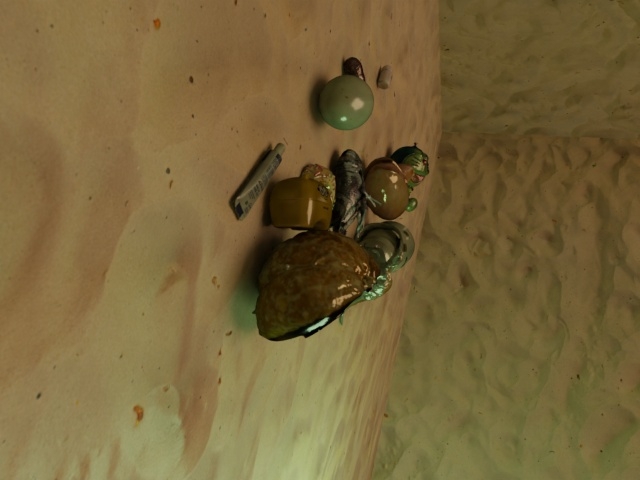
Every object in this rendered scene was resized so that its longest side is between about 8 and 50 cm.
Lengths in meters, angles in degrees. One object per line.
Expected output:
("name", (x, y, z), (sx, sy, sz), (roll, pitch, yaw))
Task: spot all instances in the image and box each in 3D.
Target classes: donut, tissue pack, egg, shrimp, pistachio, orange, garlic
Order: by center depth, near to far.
("orange", (-0.023, 0.088, 1.069), (0.210, 0.271, 0.369), (56, 28, 0))
("tissue pack", (-0.044, -0.088, 1.096), (0.178, 0.123, 0.127), (7, 81, -70))
("egg", (0.071, -0.384, 1.269), (0.192, 0.149, 0.149), (-31, 126, -57))
("donut", (-0.005, -0.130, 1.274), (0.174, 0.068, 0.174), (7, 90, -71))
("shrimp", (0.099, -0.112, 1.418), (0.137, 0.172, 0.372), (40, 52, -73))
("shrimp", (0.111, -0.490, 1.462), (0.075, 0.073, 0.190), (-58, 144, -40))
("pistachio", (0.258, -0.196, 1.803), (0.162, 0.182, 0.293), (-85, 161, -48))
("garlic", (0.331, -0.228, 2.014), (0.164, 0.145, 0.244), (16, 91, -26))

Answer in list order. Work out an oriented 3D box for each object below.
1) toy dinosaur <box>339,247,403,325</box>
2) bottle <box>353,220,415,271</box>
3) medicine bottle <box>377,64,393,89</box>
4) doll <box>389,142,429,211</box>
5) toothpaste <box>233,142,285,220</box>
("toy dinosaur", (0.142, 0.168, 1.649), (0.092, 0.206, 0.393), (-43, 156, -69))
("bottle", (0.239, 0.038, 1.815), (0.352, 0.229, 0.229), (-24, 120, -63))
("medicine bottle", (0.263, -0.660, 1.836), (0.052, 0.052, 0.089), (59, 42, -60))
("doll", (0.402, -0.312, 2.165), (0.198, 0.186, 0.322), (19, 94, -44))
("toothpaste", (-0.129, -0.136, 0.979), (0.062, 0.037, 0.216), (73, 35, -49))
